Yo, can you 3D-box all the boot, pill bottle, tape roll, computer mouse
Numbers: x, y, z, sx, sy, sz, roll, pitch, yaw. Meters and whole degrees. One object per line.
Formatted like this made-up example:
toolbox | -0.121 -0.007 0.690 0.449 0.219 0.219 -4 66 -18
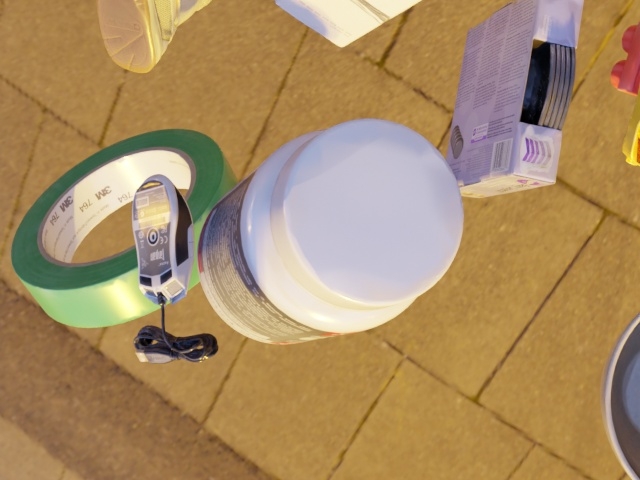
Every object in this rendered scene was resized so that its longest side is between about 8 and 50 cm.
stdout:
boot | -0.185 -0.356 1.297 0.095 0.203 0.262 16 134 18
pill bottle | 0.000 0.000 0.905 0.161 0.161 0.283 52 162 -4
tape roll | -0.263 -0.023 1.503 0.321 0.321 0.077 -2 133 28
computer mouse | -0.150 0.028 1.108 0.106 0.042 0.193 -10 80 42

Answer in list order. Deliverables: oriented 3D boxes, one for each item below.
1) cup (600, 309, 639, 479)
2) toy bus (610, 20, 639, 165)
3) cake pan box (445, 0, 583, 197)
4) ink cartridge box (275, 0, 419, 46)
cup | 0.536 0.219 1.545 0.331 0.237 0.331 0 86 0
toy bus | 0.305 -0.096 0.841 0.211 0.149 0.220 24 102 58
cake pan box | 0.249 -0.187 1.451 0.070 0.267 0.245 9 85 -13
ink cartridge box | 0.079 -0.370 1.291 0.115 0.198 0.273 29 160 -21
